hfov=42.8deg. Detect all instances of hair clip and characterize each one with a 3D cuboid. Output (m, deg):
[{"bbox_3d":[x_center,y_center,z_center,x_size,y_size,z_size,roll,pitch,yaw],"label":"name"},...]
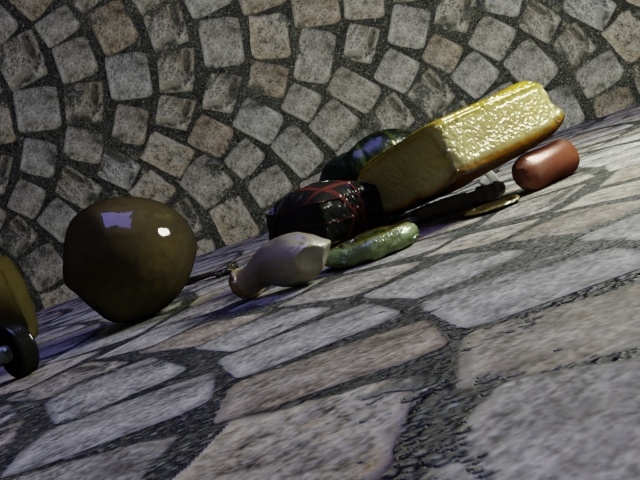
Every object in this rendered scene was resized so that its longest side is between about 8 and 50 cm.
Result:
[{"bbox_3d":[0.297,-0.085,1.770,0.226,0.034,0.072,-18,1,38],"label":"hair clip"}]

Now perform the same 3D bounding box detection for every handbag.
[{"bbox_3d":[0.013,-0.043,1.666,0.169,0.155,0.215,-6,10,41],"label":"handbag"}]

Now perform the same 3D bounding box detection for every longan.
[{"bbox_3d":[-0.418,0.039,1.760,0.288,0.288,0.350,-21,-4,-27],"label":"longan"}]

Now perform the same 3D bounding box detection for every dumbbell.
[{"bbox_3d":[-0.594,0.217,1.412,0.100,0.100,0.191,-15,6,43],"label":"dumbbell"}]

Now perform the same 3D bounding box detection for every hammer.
[{"bbox_3d":[-0.342,0.103,2.232,0.297,0.027,0.125,-17,6,36],"label":"hammer"}]

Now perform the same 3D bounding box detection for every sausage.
[{"bbox_3d":[0.451,-0.151,1.633,0.194,0.077,0.077,-24,6,-37],"label":"sausage"}]

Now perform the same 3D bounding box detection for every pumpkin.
[{"bbox_3d":[0.141,-0.142,2.001,0.300,0.207,0.300,-22,-14,-6],"label":"pumpkin"}]

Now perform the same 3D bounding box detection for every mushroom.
[{"bbox_3d":[-0.069,0.044,1.405,0.212,0.088,0.097,-23,34,32],"label":"mushroom"}]

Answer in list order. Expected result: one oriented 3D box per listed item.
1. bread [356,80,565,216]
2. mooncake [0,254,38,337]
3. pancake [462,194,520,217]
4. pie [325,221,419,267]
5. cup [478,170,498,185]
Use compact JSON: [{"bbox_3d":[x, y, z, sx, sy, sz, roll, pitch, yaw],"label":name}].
[{"bbox_3d":[0.284,-0.184,1.699,0.333,0.143,0.323,-27,-1,-30],"label":"bread"},{"bbox_3d":[-0.918,0.205,1.939,0.467,0.262,0.467,-17,5,2],"label":"mooncake"},{"bbox_3d":[0.322,-0.063,1.533,0.115,0.011,0.115,-20,6,2],"label":"pancake"},{"bbox_3d":[0.086,0.008,1.460,0.187,0.041,0.187,-20,5,2],"label":"pie"},{"bbox_3d":[0.357,-0.209,2.004,0.173,0.134,0.142,11,-2,1],"label":"cup"}]
